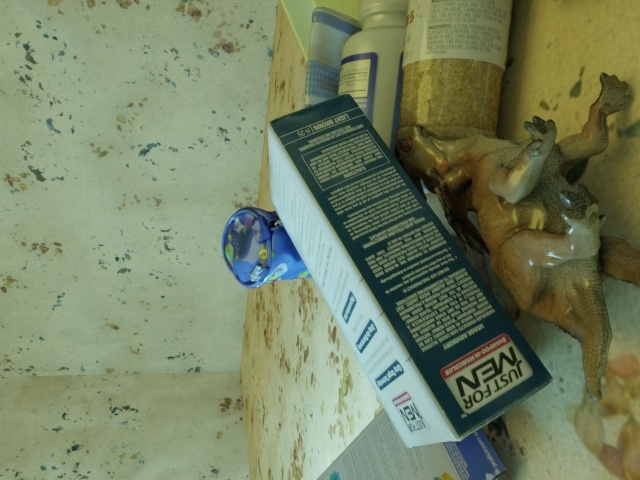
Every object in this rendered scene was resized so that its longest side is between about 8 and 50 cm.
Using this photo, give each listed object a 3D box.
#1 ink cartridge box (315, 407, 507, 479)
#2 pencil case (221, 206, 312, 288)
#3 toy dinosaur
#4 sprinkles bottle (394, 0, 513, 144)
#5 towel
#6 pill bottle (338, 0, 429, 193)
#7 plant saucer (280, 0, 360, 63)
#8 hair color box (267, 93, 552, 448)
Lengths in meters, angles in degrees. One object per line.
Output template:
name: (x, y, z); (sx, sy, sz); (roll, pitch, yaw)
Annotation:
ink cartridge box: (0.098, 0.316, 0.594); (0.311, 0.065, 0.185); (-55, 23, 16)
pencil case: (0.000, 0.000, 0.741); (0.133, 0.306, 0.119); (-41, 63, 45)
toy dinosaur: (0.179, -0.008, 0.411); (0.200, 0.127, 0.295); (117, 147, -57)
sprinkles bottle: (0.158, -0.281, 0.531); (0.121, 0.121, 0.355); (-155, 68, -74)
towel: (0.060, -0.207, 0.759); (0.034, 0.209, 0.284); (11, 98, 49)
pill bottle: (0.101, -0.208, 0.673); (0.152, 0.153, 0.271); (-150, 64, -73)
plant saucer: (0.028, -0.478, 0.958); (0.332, 0.081, 0.333); (66, 165, -4)
hair color box: (0.063, 0.033, 0.509); (0.347, 0.105, 0.174); (60, 165, 21)
